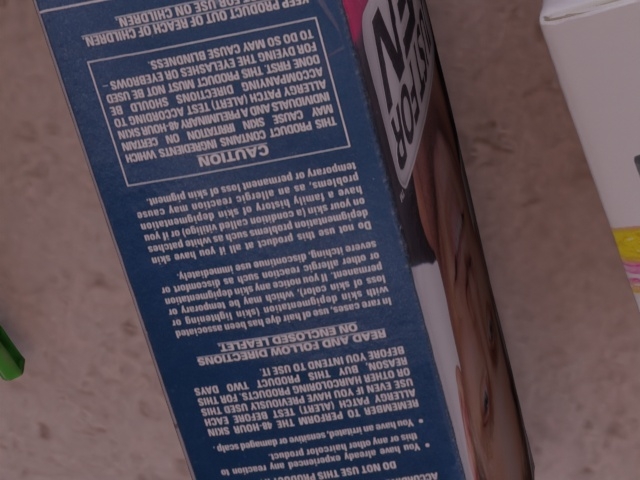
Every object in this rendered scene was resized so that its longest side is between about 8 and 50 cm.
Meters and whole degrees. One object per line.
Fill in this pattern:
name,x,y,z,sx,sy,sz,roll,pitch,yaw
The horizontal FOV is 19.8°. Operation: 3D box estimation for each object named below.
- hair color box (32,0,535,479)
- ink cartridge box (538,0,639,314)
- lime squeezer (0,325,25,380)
hair color box,0.000,0.000,0.701,0.105,0.174,0.347,-9,116,13
ink cartridge box,0.158,-0.028,0.669,0.093,0.154,0.212,-14,116,18
lime squeezer,-0.162,-0.079,0.767,0.110,0.059,0.310,-1,121,-24
